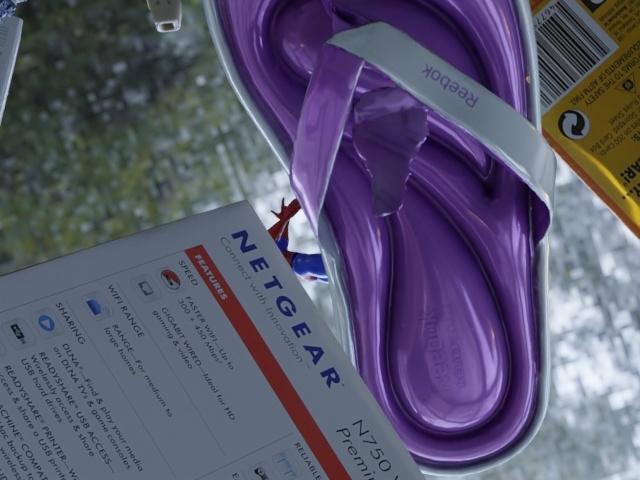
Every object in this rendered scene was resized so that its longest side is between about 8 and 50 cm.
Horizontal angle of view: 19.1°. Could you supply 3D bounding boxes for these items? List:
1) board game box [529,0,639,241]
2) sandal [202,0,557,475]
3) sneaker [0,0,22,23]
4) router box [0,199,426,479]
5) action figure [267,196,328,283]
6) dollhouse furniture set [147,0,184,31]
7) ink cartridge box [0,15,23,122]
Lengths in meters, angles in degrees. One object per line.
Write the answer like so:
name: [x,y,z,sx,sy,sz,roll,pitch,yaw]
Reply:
board game box: [0.407,-0.190,1.625,0.356,0.356,0.356,-43,-178,30]
sandal: [0.055,-0.037,1.033,0.169,0.416,0.102,-18,-153,3]
sneaker: [-0.156,-0.143,0.890,0.058,0.052,0.135,34,-121,26]
router box: [-0.058,0.169,0.742,0.301,0.335,0.082,-19,163,-50]
action figure: [0.000,0.000,2.388,0.280,0.091,0.139,4,-107,26]
dollhouse furniture set: [-0.060,-0.159,1.194,0.091,0.081,0.114,-7,165,0]
ink cartridge box: [-0.260,-0.088,1.253,0.099,0.135,0.056,14,162,-8]
